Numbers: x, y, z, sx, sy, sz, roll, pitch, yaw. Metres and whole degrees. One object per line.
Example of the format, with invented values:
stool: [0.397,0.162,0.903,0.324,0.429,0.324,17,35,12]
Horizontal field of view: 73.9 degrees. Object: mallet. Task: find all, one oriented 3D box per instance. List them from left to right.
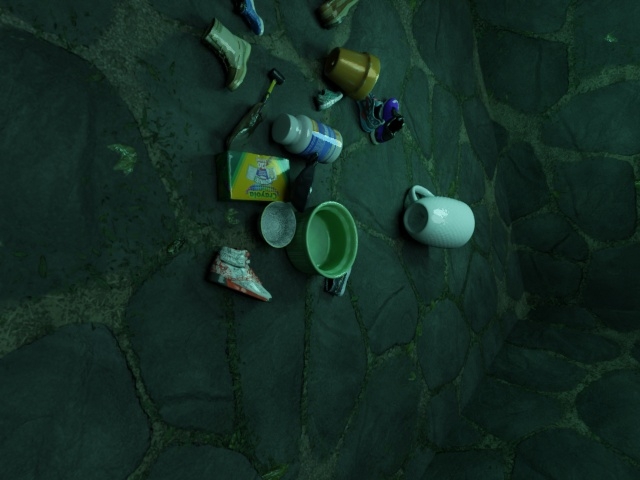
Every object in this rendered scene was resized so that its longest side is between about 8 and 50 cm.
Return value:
mallet: [-0.189,-0.567,1.633,0.062,0.039,0.190,27,72,-39]

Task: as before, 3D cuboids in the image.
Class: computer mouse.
computer mouse: [-0.072,-0.207,1.593,0.072,0.189,0.272,17,37,-9]

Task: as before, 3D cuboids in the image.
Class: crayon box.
crayon box: [-0.235,-0.220,1.526,0.278,0.081,0.165,-3,90,-47]

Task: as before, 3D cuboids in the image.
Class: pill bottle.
pill bottle: [-0.053,-0.405,1.677,0.272,0.152,0.152,9,81,-46]

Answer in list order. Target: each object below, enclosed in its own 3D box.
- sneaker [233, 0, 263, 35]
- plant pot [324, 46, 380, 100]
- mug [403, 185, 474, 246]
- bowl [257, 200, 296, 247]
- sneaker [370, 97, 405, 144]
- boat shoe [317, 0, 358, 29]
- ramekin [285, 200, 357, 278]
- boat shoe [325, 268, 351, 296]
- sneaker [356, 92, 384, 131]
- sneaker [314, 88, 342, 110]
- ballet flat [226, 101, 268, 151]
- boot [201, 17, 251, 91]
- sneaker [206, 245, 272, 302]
sneaker: [-0.267,-0.820,1.544,0.084,0.058,0.152,-31,105,-49]
plant pot: [0.126,-0.750,1.872,0.187,0.205,0.205,16,76,-29]
mug: [0.598,-0.141,2.294,0.328,0.276,0.374,6,53,-39]
bowl: [-0.178,-0.060,1.574,0.170,0.080,0.170,-2,93,-46]
sneaker: [0.366,-0.605,2.133,0.102,0.146,0.293,43,59,-36]
boat shoe: [0.089,-1.080,1.895,0.120,0.122,0.324,46,56,-31]
ramekin: [0.000,0.000,1.711,0.303,0.148,0.304,4,85,-47]
boat shoe: [0.077,0.146,1.842,0.083,0.065,0.183,27,69,-44]
sneaker: [0.245,-0.659,2.025,0.104,0.125,0.262,-28,108,-44]
sneaker: [0.035,-0.629,1.852,0.166,0.065,0.076,-47,116,-39]
ballet flat: [-0.270,-0.408,1.526,0.250,0.058,0.084,-61,163,-23]
boot: [-0.331,-0.634,1.456,0.165,0.077,0.213,27,63,-43]
sneaker: [-0.255,0.116,1.479,0.270,0.090,0.145,30,69,-38]
